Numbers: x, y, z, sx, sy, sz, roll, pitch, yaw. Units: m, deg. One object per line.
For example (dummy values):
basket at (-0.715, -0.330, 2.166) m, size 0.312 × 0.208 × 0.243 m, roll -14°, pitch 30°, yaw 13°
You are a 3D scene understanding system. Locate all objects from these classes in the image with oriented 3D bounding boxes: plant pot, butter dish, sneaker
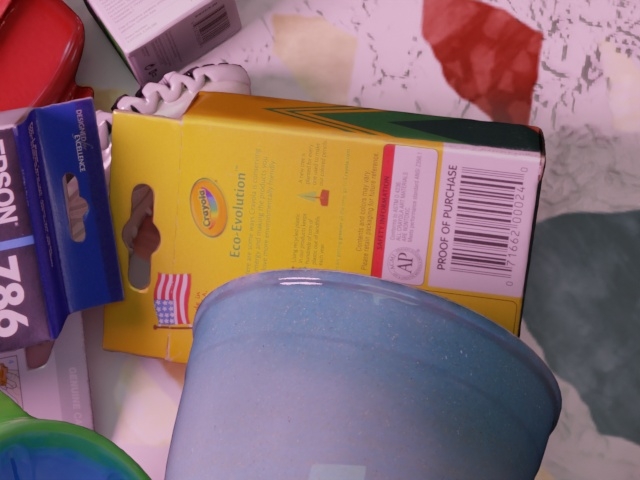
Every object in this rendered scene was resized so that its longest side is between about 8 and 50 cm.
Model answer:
plant pot at (0.010, 0.198, 1.249) m, size 0.272 × 0.271 × 0.255 m, roll 13°, pitch 61°, yaw 5°
butter dish at (-0.235, -0.134, 1.443) m, size 0.118 × 0.160 × 0.160 m, roll 32°, pitch 80°, yaw -14°
sneaker at (-0.171, -0.038, 1.438) m, size 0.292 × 0.110 × 0.118 m, roll -33°, pitch 93°, yaw -2°

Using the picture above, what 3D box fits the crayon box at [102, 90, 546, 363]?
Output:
crayon box at (0.000, 0.000, 1.379) m, size 0.318 × 0.081 × 0.202 m, roll 7°, pitch 110°, yaw 4°

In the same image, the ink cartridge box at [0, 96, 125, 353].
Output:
ink cartridge box at (-0.299, 0.010, 1.271) m, size 0.333 × 0.065 × 0.165 m, roll -14°, pitch 107°, yaw -19°

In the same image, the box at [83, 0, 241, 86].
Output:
box at (-0.130, -0.193, 1.459) m, size 0.102 × 0.101 × 0.087 m, roll -33°, pitch 78°, yaw -4°

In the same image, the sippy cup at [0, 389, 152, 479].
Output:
sippy cup at (-0.248, 0.264, 1.287) m, size 0.224 × 0.240 × 0.305 m, roll -24°, pitch 52°, yaw 40°

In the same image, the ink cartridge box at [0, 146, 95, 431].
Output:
ink cartridge box at (-0.302, 0.066, 1.365) m, size 0.239 × 0.060 × 0.275 m, roll -11°, pitch 114°, yaw -20°
